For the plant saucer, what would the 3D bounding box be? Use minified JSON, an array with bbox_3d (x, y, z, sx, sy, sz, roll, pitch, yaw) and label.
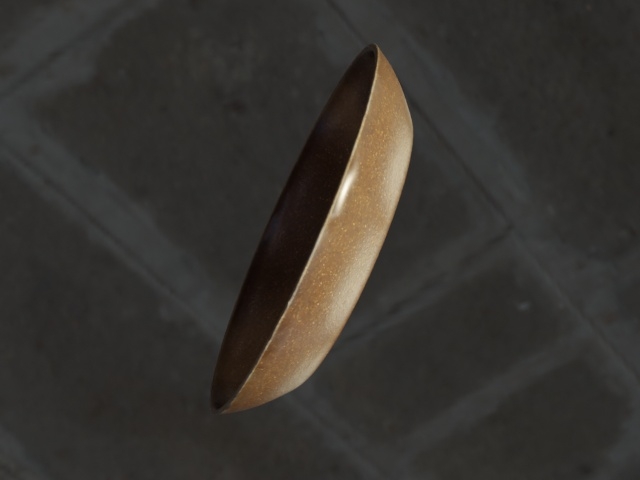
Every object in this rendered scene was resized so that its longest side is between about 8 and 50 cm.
[{"bbox_3d":[0.000,0.000,0.818,0.036,0.199,0.199,23,124,-8],"label":"plant saucer"}]
